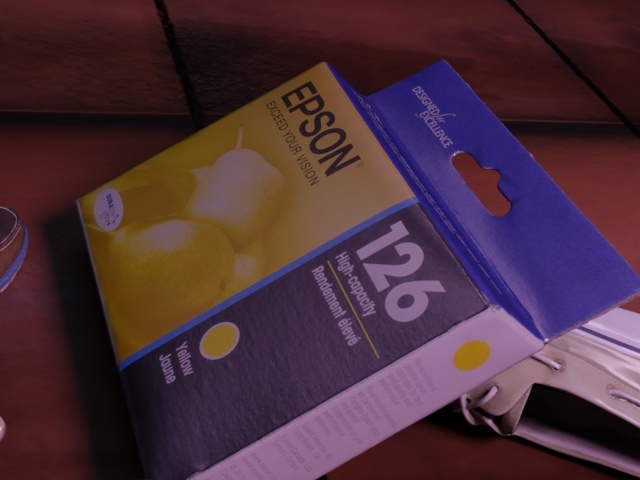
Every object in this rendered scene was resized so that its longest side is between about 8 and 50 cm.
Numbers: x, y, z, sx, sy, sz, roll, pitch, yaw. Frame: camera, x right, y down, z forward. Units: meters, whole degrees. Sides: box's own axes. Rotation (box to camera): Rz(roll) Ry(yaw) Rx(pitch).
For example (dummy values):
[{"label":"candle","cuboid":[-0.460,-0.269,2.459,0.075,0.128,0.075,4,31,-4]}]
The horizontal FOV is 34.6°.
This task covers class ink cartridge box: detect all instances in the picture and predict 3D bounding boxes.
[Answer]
[{"label":"ink cartridge box","cuboid":[0.000,0.000,0.689,0.307,0.072,0.303,-32,41,2]}]

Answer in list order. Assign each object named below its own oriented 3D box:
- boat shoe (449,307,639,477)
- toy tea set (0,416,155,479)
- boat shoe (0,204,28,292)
[{"label":"boat shoe","cuboid":[0.131,0.084,0.705,0.302,0.109,0.094,13,47,9]},{"label":"toy tea set","cuboid":[-0.188,0.170,0.515,0.336,0.124,0.200,27,66,15]},{"label":"boat shoe","cuboid":[-0.267,0.015,0.716,0.066,0.066,0.183,21,35,12]}]
